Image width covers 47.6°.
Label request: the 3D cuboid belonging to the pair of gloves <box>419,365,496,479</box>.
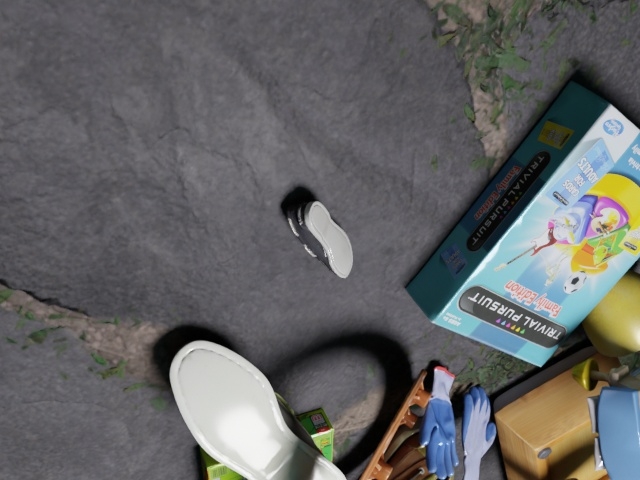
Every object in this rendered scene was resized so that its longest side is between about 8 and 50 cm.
[{"bbox_3d":[0.211,0.283,1.087,0.023,0.159,0.198,-11,149,41],"label":"pair of gloves"}]

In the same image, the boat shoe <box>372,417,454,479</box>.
[{"bbox_3d":[0.110,0.429,1.158,0.110,0.104,0.307,7,119,-31],"label":"boat shoe"}]

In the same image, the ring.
[{"bbox_3d":[0.067,0.325,0.970,0.337,0.032,0.337,-57,168,-20],"label":"ring"}]

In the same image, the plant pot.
[{"bbox_3d":[0.436,0.091,1.079,0.134,0.134,0.095,-44,103,7],"label":"plant pot"}]

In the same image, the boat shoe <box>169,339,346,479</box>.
[{"bbox_3d":[-0.086,0.236,0.912,0.109,0.091,0.305,-44,110,-12],"label":"boat shoe"}]

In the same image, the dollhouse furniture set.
[{"bbox_3d":[0.452,0.288,1.100,0.286,0.198,0.304,-17,100,-43],"label":"dollhouse furniture set"}]

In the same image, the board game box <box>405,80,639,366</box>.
[{"bbox_3d":[0.313,-0.003,0.969,0.253,0.079,0.336,24,110,-36],"label":"board game box"}]

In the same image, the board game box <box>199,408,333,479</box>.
[{"bbox_3d":[-0.073,0.306,1.019,0.181,0.043,0.092,-12,128,-18],"label":"board game box"}]

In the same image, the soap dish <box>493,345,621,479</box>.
[{"bbox_3d":[0.424,0.337,1.241,0.228,0.118,0.291,-27,131,-7],"label":"soap dish"}]

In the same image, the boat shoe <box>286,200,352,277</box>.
[{"bbox_3d":[0.000,0.000,0.842,0.125,0.038,0.046,52,50,-46],"label":"boat shoe"}]
